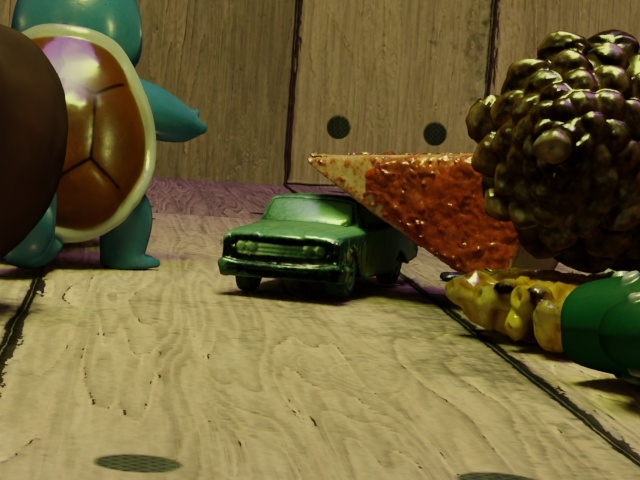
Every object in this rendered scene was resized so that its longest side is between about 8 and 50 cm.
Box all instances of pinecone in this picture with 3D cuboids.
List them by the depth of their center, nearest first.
[{"bbox_3d":[0.262,-0.076,1.729,0.224,0.224,0.272,7,-2,34],"label":"pinecone"}]

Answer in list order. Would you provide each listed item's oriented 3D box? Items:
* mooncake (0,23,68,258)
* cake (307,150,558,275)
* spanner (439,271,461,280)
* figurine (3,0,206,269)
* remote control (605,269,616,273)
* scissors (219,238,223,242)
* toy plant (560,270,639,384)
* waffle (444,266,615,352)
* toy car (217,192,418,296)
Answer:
[{"bbox_3d":[-0.396,-0.099,1.630,0.326,0.334,0.174,-36,-2,7],"label":"mooncake"},{"bbox_3d":[0.134,-0.069,1.938,0.262,0.160,0.158,37,15,17],"label":"cake"},{"bbox_3d":[0.238,0.045,2.180,0.208,0.012,0.046,3,6,-7],"label":"spanner"},{"bbox_3d":[-0.291,-0.099,2.055,0.297,0.243,0.416,0,47,8],"label":"figurine"},{"bbox_3d":[0.474,0.032,2.324,0.293,0.051,0.103,7,5,27],"label":"remote control"},{"bbox_3d":[-0.029,0.009,2.371,0.144,0.017,0.247,1,4,-32],"label":"scissors"},{"bbox_3d":[0.298,0.064,1.401,0.232,0.113,0.243,-3,1,-22],"label":"toy plant"},{"bbox_3d":[0.281,0.063,1.694,0.329,0.062,0.329,4,3,0],"label":"waffle"},{"bbox_3d":[0.000,0.000,2.001,0.141,0.097,0.320,5,4,16],"label":"toy car"}]
